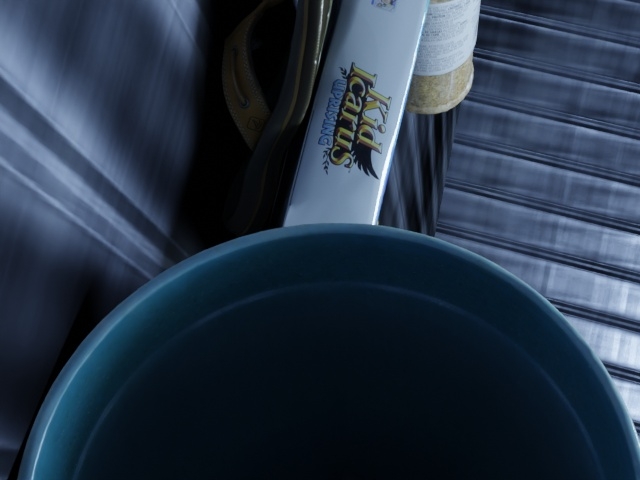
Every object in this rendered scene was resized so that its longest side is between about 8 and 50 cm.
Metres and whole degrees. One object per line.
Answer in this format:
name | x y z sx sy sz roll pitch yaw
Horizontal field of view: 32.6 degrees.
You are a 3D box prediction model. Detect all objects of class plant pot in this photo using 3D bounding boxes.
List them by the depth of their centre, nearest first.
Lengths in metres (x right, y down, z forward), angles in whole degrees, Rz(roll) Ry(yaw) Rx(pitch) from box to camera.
plant pot | 0.009 0.172 0.572 0.255 0.271 0.272 85 18 -57

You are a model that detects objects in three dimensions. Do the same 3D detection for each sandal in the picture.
sandal | -0.037 -0.097 0.685 0.090 0.060 0.219 -81 -169 -51

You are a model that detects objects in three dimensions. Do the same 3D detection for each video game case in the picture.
video game case | 0.012 -0.073 0.791 0.269 0.061 0.244 121 -18 -74

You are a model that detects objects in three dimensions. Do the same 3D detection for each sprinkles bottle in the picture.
sprinkles bottle | 0.120 -0.278 1.208 0.355 0.121 0.121 81 22 -64
